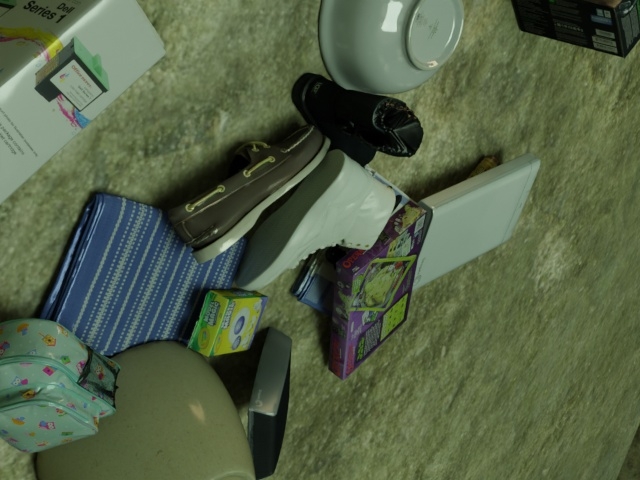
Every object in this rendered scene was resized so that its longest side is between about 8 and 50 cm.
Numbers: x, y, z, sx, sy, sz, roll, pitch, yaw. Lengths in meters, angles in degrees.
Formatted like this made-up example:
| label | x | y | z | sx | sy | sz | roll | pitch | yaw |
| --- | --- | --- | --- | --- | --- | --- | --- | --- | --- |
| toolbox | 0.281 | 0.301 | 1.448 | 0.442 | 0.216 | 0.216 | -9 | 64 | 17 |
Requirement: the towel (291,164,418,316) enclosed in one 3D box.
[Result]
| label | x | y | z | sx | sy | sz | roll | pitch | yaw |
| --- | --- | --- | --- | --- | --- | --- | --- | --- | --- |
| towel | 0.071 | 0.013 | 1.832 | 0.209 | 0.034 | 0.285 | 30 | 88 | -51 |

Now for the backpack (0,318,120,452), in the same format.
| label | x | y | z | sx | sy | sz | roll | pitch | yaw |
| --- | --- | --- | --- | --- | --- | --- | --- | --- | --- |
| backpack | -0.391 | 0.198 | 1.330 | 0.144 | 0.166 | 0.188 | -87 | 153 | -46 |

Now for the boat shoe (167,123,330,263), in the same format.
| label | x | y | z | sx | sy | sz | roll | pitch | yaw |
| --- | --- | --- | --- | --- | --- | --- | --- | --- | --- |
| boat shoe | -0.108 | -0.098 | 1.519 | 0.324 | 0.117 | 0.096 | -45 | 105 | -31 |

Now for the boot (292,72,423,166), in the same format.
| label | x | y | z | sx | sy | sz | roll | pitch | yaw |
| --- | --- | --- | --- | --- | --- | --- | --- | --- | --- |
| boot | 0.084 | -0.174 | 1.605 | 0.094 | 0.207 | 0.246 | -55 | 141 | -10 |

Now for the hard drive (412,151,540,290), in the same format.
| label | x | y | z | sx | sy | sz | roll | pitch | yaw |
| --- | --- | --- | --- | --- | --- | --- | --- | --- | --- |
| hard drive | 0.306 | -0.037 | 2.008 | 0.353 | 0.047 | 0.233 | -23 | 142 | -37 |

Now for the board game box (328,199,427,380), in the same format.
| label | x | y | z | sx | sy | sz | roll | pitch | yaw |
| --- | --- | --- | --- | --- | --- | --- | --- | --- | --- |
| board game box | 0.103 | 0.102 | 1.825 | 0.208 | 0.056 | 0.346 | -44 | 155 | -32 |

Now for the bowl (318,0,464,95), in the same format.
| label | x | y | z | sx | sy | sz | roll | pitch | yaw |
| --- | --- | --- | --- | --- | --- | --- | --- | --- | --- |
| bowl | 0.148 | -0.371 | 1.623 | 0.298 | 0.134 | 0.297 | -25 | 128 | -37 |

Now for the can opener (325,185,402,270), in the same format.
| label | x | y | z | sx | sy | sz | roll | pitch | yaw |
| --- | --- | --- | --- | --- | --- | --- | --- | --- | --- |
| can opener | 0.076 | -0.025 | 1.750 | 0.059 | 0.073 | 0.186 | 38 | 84 | -7 |

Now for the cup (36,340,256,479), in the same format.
| label | x | y | z | sx | sy | sz | roll | pitch | yaw |
| --- | --- | --- | --- | --- | --- | --- | --- | --- | --- |
| cup | -0.236 | 0.357 | 1.506 | 0.331 | 0.237 | 0.331 | -28 | 135 | -32 |

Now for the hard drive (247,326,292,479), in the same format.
| label | x | y | z | sx | sy | sz | roll | pitch | yaw |
| --- | --- | --- | --- | --- | --- | --- | --- | --- | --- |
| hard drive | -0.088 | 0.282 | 1.680 | 0.254 | 0.054 | 0.171 | -79 | 173 | -64 |

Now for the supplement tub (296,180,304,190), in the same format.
| label | x | y | z | sx | sy | sz | roll | pitch | yaw |
| --- | --- | --- | --- | --- | --- | --- | --- | --- | --- |
| supplement tub | 0.004 | -0.053 | 1.693 | 0.071 | 0.071 | 0.107 | -44 | 137 | -21 |

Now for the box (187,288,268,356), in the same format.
| label | x | y | z | sx | sy | sz | roll | pitch | yaw |
| --- | --- | --- | --- | --- | --- | --- | --- | --- | --- |
| box | -0.156 | 0.135 | 1.605 | 0.179 | 0.043 | 0.105 | 5 | 107 | -67 |

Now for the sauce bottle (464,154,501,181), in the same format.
| label | x | y | z | sx | sy | sz | roll | pitch | yaw |
| --- | --- | --- | --- | --- | --- | --- | --- | --- | --- |
| sauce bottle | 0.328 | -0.124 | 2.025 | 0.128 | 0.042 | 0.042 | -49 | 139 | -17 |

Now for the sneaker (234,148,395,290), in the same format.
| label | x | y | z | sx | sy | sz | roll | pitch | yaw |
| --- | --- | --- | --- | --- | --- | --- | --- | --- | --- |
| sneaker | 0.000 | 0.000 | 1.615 | 0.169 | 0.108 | 0.292 | 30 | 113 | -36 |

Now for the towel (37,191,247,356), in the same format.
| label | x | y | z | sx | sy | sz | roll | pitch | yaw |
| --- | --- | --- | --- | --- | --- | --- | --- | --- | --- |
| towel | -0.270 | 0.069 | 1.502 | 0.336 | 0.040 | 0.243 | 19 | 95 | -52 |

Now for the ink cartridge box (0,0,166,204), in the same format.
| label | x | y | z | sx | sy | sz | roll | pitch | yaw |
| --- | --- | --- | --- | --- | --- | --- | --- | --- | --- |
| ink cartridge box | -0.353 | -0.197 | 1.123 | 0.278 | 0.201 | 0.117 | -47 | 138 | -18 |

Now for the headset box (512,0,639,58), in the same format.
| label | x | y | z | sx | sy | sz | roll | pitch | yaw |
| --- | --- | --- | --- | --- | --- | --- | --- | --- | --- |
| headset box | 0.559 | -0.523 | 1.892 | 0.283 | 0.246 | 0.131 | -48 | 139 | -16 |
